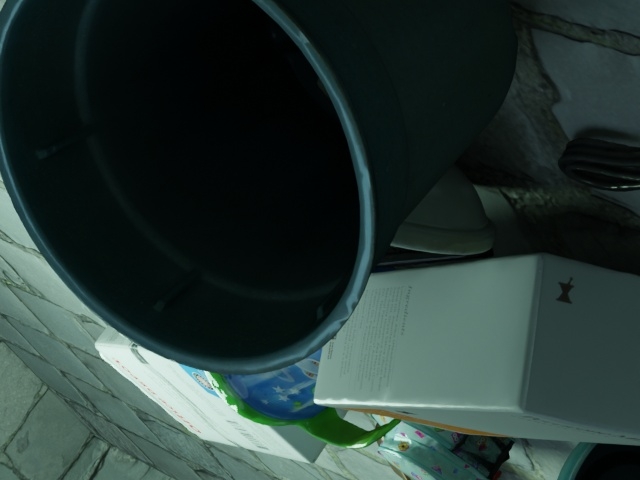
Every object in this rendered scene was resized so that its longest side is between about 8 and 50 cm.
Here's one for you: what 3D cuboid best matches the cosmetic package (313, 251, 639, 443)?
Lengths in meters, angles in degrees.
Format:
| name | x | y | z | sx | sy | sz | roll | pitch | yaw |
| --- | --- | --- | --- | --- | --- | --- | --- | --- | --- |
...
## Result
| name | x | y | z | sx | sy | sz | roll | pitch | yaw |
| --- | --- | --- | --- | --- | --- | --- | --- | --- | --- |
| cosmetic package | 0.199 | 0.127 | 1.670 | 0.230 | 0.161 | 0.453 | 14 | 169 | -24 |

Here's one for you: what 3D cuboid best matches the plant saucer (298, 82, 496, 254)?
| name | x | y | z | sx | sy | sz | roll | pitch | yaw |
| --- | --- | --- | --- | --- | --- | --- | --- | --- | --- |
| plant saucer | -0.003 | -0.098 | 1.534 | 0.401 | 0.100 | 0.400 | 16 | -169 | -3 |

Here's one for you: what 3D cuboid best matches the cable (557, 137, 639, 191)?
| name | x | y | z | sx | sy | sz | roll | pitch | yaw |
| --- | --- | --- | --- | --- | --- | --- | --- | --- | --- |
| cable | 0.314 | -0.078 | 1.321 | 0.140 | 0.072 | 0.287 | 21 | 175 | -11 |

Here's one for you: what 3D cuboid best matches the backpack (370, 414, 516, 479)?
| name | x | y | z | sx | sy | sz | roll | pitch | yaw |
| --- | --- | --- | --- | --- | --- | --- | --- | --- | --- |
| backpack | 0.163 | 0.281 | 2.227 | 0.188 | 0.144 | 0.166 | 46 | 163 | -20 |

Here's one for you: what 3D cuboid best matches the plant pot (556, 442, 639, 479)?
| name | x | y | z | sx | sy | sz | roll | pitch | yaw |
| --- | --- | --- | --- | --- | --- | --- | --- | --- | --- |
| plant pot | 0.394 | 0.326 | 1.802 | 0.272 | 0.271 | 0.255 | 35 | 174 | 1 |

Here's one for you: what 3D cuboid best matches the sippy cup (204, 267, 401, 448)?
| name | x | y | z | sx | sy | sz | roll | pitch | yaw |
| --- | --- | --- | --- | --- | --- | --- | --- | --- | --- |
| sippy cup | -0.006 | 0.109 | 1.963 | 0.305 | 0.240 | 0.224 | 32 | 148 | -26 |

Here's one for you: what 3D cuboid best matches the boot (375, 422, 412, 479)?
| name | x | y | z | sx | sy | sz | roll | pitch | yaw |
| --- | --- | --- | --- | --- | --- | --- | --- | --- | --- |
| boot | 0.211 | 0.394 | 2.413 | 0.305 | 0.112 | 0.115 | 53 | 147 | -7 |

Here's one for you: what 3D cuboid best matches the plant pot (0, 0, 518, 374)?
| name | x | y | z | sx | sy | sz | roll | pitch | yaw |
| --- | --- | --- | --- | --- | --- | --- | --- | --- | --- |
| plant pot | -0.023 | -0.122 | 1.205 | 0.341 | 0.334 | 0.341 | 17 | 124 | 27 |

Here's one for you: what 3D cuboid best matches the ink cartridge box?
| name | x | y | z | sx | sy | sz | roll | pitch | yaw |
| --- | --- | --- | --- | --- | --- | --- | --- | --- | --- |
| ink cartridge box | -0.164 | 0.211 | 2.557 | 0.285 | 0.166 | 0.395 | 45 | 157 | -24 |

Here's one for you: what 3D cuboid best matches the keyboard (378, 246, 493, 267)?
| name | x | y | z | sx | sy | sz | roll | pitch | yaw |
| --- | --- | --- | --- | --- | --- | --- | --- | --- | --- |
| keyboard | 0.090 | 0.016 | 1.603 | 0.180 | 0.023 | 0.108 | -5 | 177 | 20 |

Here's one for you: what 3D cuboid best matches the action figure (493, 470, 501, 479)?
| name | x | y | z | sx | sy | sz | roll | pitch | yaw |
| --- | --- | --- | --- | --- | --- | --- | --- | --- | --- |
| action figure | 0.266 | 0.378 | 2.446 | 0.038 | 0.030 | 0.115 | 47 | 163 | -16 |
